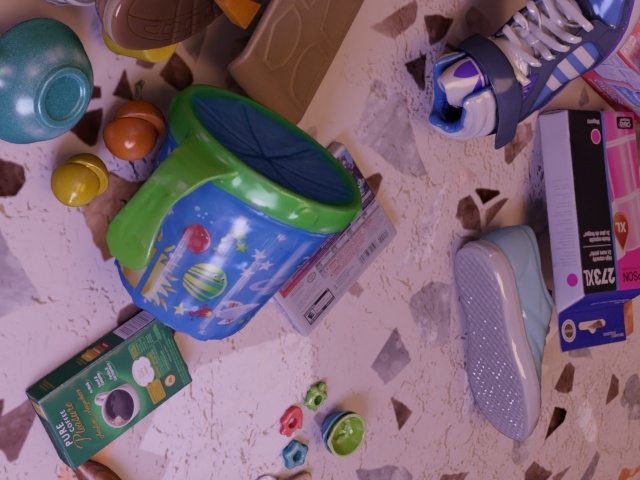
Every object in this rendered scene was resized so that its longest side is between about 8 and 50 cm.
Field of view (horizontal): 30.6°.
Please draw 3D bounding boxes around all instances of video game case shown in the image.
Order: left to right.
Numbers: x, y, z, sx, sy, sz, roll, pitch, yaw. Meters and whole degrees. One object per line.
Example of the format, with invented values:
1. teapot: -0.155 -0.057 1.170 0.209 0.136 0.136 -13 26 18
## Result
1. video game case: 0.000 0.000 1.556 0.201 0.023 0.183 -48 132 -16

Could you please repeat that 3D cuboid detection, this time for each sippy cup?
1. sippy cup: -0.109 -0.019 1.307 0.305 0.240 0.224 22 113 -33

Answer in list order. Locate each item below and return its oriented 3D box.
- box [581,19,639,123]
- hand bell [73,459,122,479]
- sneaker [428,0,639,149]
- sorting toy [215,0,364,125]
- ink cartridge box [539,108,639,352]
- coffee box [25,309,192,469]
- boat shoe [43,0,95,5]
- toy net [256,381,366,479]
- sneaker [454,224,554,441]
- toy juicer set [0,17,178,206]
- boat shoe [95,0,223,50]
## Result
1. box: 0.494 -0.292 1.793 0.300 0.154 0.142 30 86 -43
2. hand bell: -0.224 0.344 1.455 0.126 0.126 0.242 -50 119 -15
3. sneaker: 0.267 -0.248 1.538 0.236 0.130 0.323 -24 163 -37
4. sorting toy: -0.033 -0.273 1.340 0.229 0.041 0.307 -59 159 -5
5. ink cartridge box: 0.431 -0.018 1.826 0.176 0.069 0.370 -4 91 -41
6. coffee box: -0.248 0.173 1.388 0.184 0.040 0.113 -37 127 -26
7. boat shoe: -0.318 -0.323 1.094 0.302 0.094 0.109 32 84 -44
8. toy net: -0.037 0.314 1.628 0.232 0.045 0.122 -50 132 -16
9. sneaker: 0.315 0.143 1.815 0.150 0.135 0.365 -28 124 -28
10. toy juicer set: -0.291 -0.126 1.208 0.329 0.089 0.209 -26 133 -43
11. boat shoe: -0.128 -0.314 1.230 0.341 0.110 0.121 -44 163 -38
